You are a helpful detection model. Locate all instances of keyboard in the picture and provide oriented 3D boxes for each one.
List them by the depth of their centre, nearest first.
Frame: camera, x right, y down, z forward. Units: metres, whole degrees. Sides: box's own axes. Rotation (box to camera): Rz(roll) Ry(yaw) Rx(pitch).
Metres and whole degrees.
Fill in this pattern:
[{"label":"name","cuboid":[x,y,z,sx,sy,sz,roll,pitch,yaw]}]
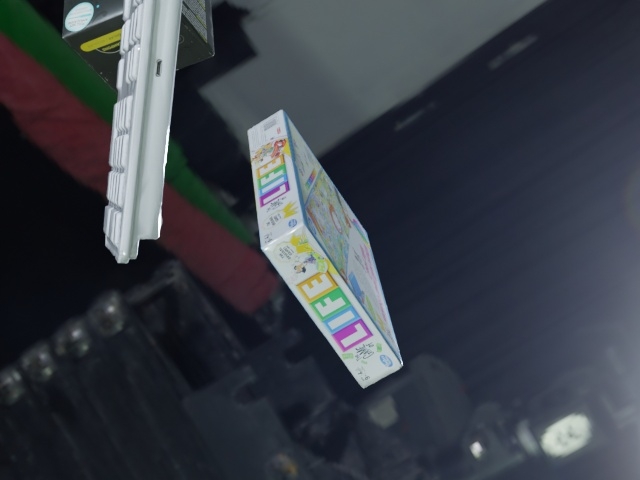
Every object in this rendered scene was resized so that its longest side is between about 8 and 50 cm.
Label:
[{"label":"keyboard","cuboid":[-0.047,-0.123,0.364,0.014,0.256,0.072,5,-177,-19]}]

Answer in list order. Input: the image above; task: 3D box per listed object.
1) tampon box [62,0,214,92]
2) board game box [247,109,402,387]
[{"label":"tampon box","cuboid":[-0.187,-0.257,1.276,0.101,0.120,0.161,49,-152,-50]},{"label":"board game box","cuboid":[0.000,0.000,0.702,0.103,0.026,0.154,55,-169,-26]}]
